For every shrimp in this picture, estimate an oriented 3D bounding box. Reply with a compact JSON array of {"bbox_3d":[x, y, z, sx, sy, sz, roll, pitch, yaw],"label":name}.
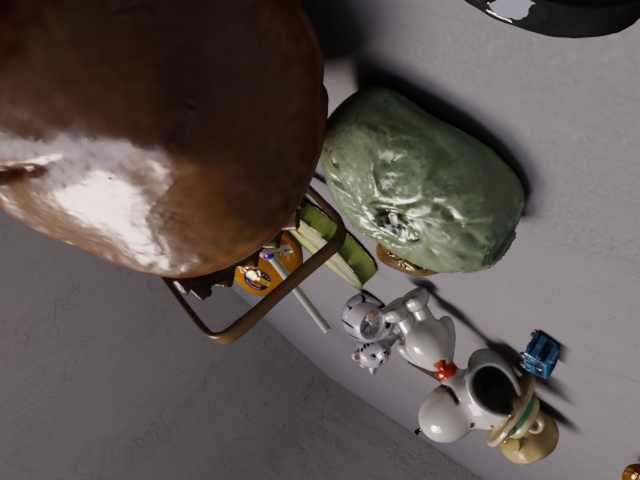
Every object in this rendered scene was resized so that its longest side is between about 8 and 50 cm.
[{"bbox_3d":[0.123,0.022,1.079,0.095,0.045,0.162,37,166,9],"label":"shrimp"}]

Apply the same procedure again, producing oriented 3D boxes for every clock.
[{"bbox_3d":[0.097,0.191,1.599,0.080,0.117,0.176,23,160,51],"label":"clock"}]

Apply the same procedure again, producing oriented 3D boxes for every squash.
[{"bbox_3d":[0.004,-0.004,1.372,0.219,0.041,0.219,42,170,9],"label":"squash"}]

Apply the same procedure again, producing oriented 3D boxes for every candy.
[{"bbox_3d":[-0.097,0.014,1.368,0.365,0.124,0.124,51,171,13],"label":"candy"}]

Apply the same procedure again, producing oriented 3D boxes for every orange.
[{"bbox_3d":[-0.115,0.023,1.525,0.177,0.155,0.177,33,159,15],"label":"orange"}]

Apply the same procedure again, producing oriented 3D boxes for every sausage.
[{"bbox_3d":[0.528,0.402,1.259,0.062,0.054,0.183,-14,132,34],"label":"sausage"}]

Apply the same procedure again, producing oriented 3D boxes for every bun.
[{"bbox_3d":[0.087,-0.049,0.771,0.221,0.108,0.221,37,168,9],"label":"bun"}]

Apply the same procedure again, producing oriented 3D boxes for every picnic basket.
[{"bbox_3d":[-0.143,-0.030,1.159,0.321,0.254,0.291,45,172,29],"label":"picnic basket"}]

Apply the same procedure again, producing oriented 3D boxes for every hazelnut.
[{"bbox_3d":[-0.157,-0.144,0.712,0.372,0.315,0.372,43,-163,-16],"label":"hazelnut"}]

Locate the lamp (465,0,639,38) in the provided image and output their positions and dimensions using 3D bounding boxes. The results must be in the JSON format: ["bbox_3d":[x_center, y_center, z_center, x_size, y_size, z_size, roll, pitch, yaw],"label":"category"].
[{"bbox_3d":[0.090,-0.195,0.230,0.130,0.108,0.371,32,166,15],"label":"lamp"}]

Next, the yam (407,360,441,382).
[{"bbox_3d":[0.303,0.306,1.596,0.045,0.045,0.327,7,-166,-42],"label":"yam"}]

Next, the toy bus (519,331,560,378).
[{"bbox_3d":[0.300,0.158,1.067,0.046,0.038,0.083,28,166,24],"label":"toy bus"}]

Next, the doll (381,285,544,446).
[{"bbox_3d":[0.223,0.196,1.229,0.144,0.208,0.271,-49,-56,-79],"label":"doll"}]

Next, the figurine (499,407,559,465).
[{"bbox_3d":[0.331,0.302,1.353,0.196,0.108,0.114,51,-179,-19],"label":"figurine"}]
